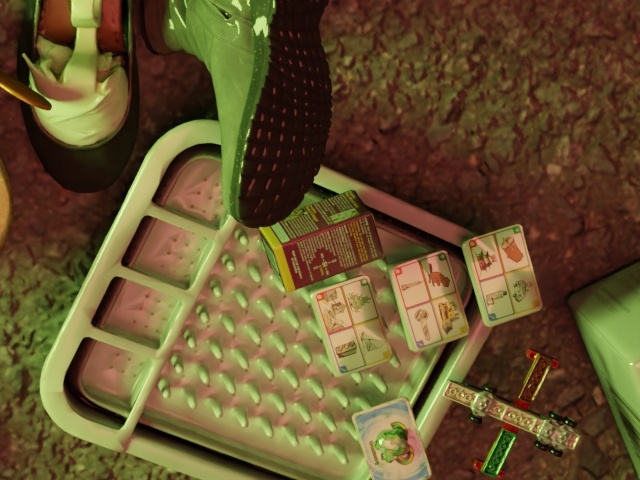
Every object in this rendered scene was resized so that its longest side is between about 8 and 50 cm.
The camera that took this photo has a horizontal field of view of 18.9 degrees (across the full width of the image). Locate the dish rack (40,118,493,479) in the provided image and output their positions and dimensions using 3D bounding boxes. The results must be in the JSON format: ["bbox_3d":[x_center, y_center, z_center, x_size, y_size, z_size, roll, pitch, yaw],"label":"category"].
[{"bbox_3d":[-0.040,0.066,1.582,0.333,0.072,0.285,23,102,-20],"label":"dish rack"}]

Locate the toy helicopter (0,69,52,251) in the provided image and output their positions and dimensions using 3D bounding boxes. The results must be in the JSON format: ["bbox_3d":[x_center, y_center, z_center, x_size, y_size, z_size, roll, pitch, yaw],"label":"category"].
[{"bbox_3d":[-0.361,-0.113,1.408,0.235,0.140,0.355,-39,107,4],"label":"toy helicopter"}]

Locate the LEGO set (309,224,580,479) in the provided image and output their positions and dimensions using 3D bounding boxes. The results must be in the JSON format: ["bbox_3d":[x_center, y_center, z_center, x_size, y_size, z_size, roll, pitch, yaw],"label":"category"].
[{"bbox_3d":[0.109,0.121,1.590,0.182,0.060,0.244,-19,105,-4],"label":"LEGO set"}]

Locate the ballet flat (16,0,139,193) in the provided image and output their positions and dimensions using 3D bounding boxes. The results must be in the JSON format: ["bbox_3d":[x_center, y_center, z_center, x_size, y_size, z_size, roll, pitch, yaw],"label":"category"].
[{"bbox_3d":[-0.185,-0.160,1.449,0.095,0.096,0.280,2,109,-2],"label":"ballet flat"}]

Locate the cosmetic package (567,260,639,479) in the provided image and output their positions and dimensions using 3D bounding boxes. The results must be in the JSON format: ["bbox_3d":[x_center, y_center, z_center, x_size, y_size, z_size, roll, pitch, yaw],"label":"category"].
[{"bbox_3d":[0.471,0.068,1.658,0.453,0.161,0.230,-25,113,-4],"label":"cosmetic package"}]

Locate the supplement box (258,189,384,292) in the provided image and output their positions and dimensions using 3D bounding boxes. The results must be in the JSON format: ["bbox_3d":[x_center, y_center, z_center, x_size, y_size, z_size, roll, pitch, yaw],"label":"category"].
[{"bbox_3d":[0.000,0.000,1.501,0.083,0.055,0.043,-20,114,-7],"label":"supplement box"}]

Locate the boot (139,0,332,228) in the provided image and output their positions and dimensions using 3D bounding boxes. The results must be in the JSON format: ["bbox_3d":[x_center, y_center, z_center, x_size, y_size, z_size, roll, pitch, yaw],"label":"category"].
[{"bbox_3d":[-0.072,-0.141,1.451,0.083,0.161,0.246,-1,100,-45],"label":"boot"}]
